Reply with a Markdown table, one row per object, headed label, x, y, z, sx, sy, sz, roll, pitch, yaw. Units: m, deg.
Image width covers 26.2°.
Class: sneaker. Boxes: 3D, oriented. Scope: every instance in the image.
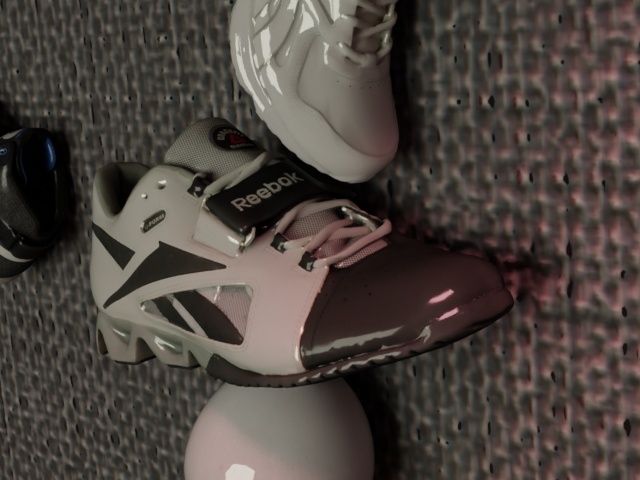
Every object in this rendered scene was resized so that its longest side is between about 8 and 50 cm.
| label | x | y | z | sx | sy | sz | roll | pitch | yaw |
| --- | --- | --- | --- | --- | --- | --- | --- | --- | --- |
| sneaker | -0.038 | 0.001 | 0.805 | 0.330 | 0.122 | 0.146 | 0 | 104 | 45 |
| sneaker | 0.009 | -0.148 | 0.752 | 0.115 | 0.090 | 0.232 | -13 | 93 | 43 |
| sneaker | -0.259 | -0.083 | 1.057 | 0.121 | 0.079 | 0.217 | -30 | 88 | 43 |

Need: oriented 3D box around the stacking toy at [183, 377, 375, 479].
| label | x | y | z | sx | sy | sz | roll | pitch | yaw |
| --- | --- | --- | --- | --- | --- | --- | --- | --- | --- |
| stacking toy | -0.062 | 0.305 | 0.859 | 0.350 | 0.350 | 0.480 | 24 | 100 | 39 |
